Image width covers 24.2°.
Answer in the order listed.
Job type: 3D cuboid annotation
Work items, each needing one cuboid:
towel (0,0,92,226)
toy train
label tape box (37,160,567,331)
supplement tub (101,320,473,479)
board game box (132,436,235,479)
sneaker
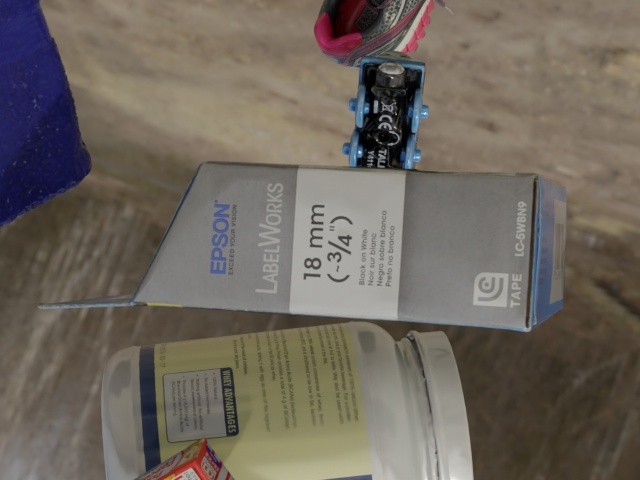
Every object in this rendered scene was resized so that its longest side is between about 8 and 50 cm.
[{"bbox_3d":[-0.356,-0.154,1.423,0.076,0.228,0.308,23,136,47],"label":"towel"},{"bbox_3d":[0.064,-0.102,1.470,0.080,0.184,0.105,5,-147,3],"label":"toy train"},{"bbox_3d":[0.000,0.000,1.071,0.334,0.105,0.240,2,-179,13],"label":"label tape box"},{"bbox_3d":[-0.033,0.201,1.412,0.325,0.235,0.235,-6,178,-4],"label":"supplement tub"},{"bbox_3d":[-0.130,0.264,1.175,0.146,0.193,0.045,55,-164,-11],"label":"board game box"},{"bbox_3d":[0.096,-0.308,1.535,0.121,0.299,0.112,32,-163,23],"label":"sneaker"}]
